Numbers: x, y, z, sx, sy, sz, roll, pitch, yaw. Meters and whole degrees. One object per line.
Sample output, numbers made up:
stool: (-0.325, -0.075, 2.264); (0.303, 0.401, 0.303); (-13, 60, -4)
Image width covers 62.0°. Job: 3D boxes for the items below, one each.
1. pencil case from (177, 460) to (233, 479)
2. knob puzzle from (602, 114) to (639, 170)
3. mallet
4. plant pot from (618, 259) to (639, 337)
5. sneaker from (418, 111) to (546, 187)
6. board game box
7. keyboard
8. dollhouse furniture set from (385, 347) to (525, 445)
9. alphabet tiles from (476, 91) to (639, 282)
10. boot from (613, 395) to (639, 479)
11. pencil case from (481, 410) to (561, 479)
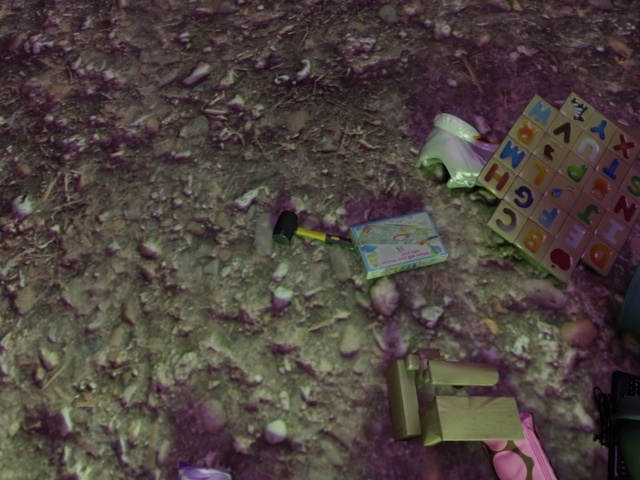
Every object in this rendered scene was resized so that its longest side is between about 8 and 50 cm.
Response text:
pencil case: (-0.180, 0.421, 0.742); (0.088, 0.086, 0.206); (-9, 54, 28)
knob puzzle: (0.528, -0.176, 1.062); (0.213, 0.030, 0.213); (-2, 59, 3)
mallet: (0.000, 0.000, 1.006); (0.190, 0.039, 0.062); (20, 62, 13)
plant pot: (0.598, 0.096, 0.772); (0.255, 0.271, 0.271); (23, 63, 36)
sneaker: (0.311, -0.135, 1.036); (0.263, 0.099, 0.121); (33, 94, 14)
board game box: (0.142, 0.006, 0.978); (0.154, 0.026, 0.103); (-12, 58, -11)
keyboard: (0.458, 0.285, 0.785); (0.100, 0.038, 0.192); (12, 60, 13)
dollhouse furniture set: (0.190, 0.238, 0.794); (0.123, 0.151, 0.144); (6, 57, -15)
alphabet tiles: (0.450, -0.105, 0.966); (0.285, 0.011, 0.342); (38, 71, -1)
boot: (0.380, 0.437, 0.539); (0.146, 0.367, 0.445); (-8, 47, 51)
pencil case: (0.299, 0.341, 0.731); (0.095, 0.098, 0.209); (-18, 58, -5)
